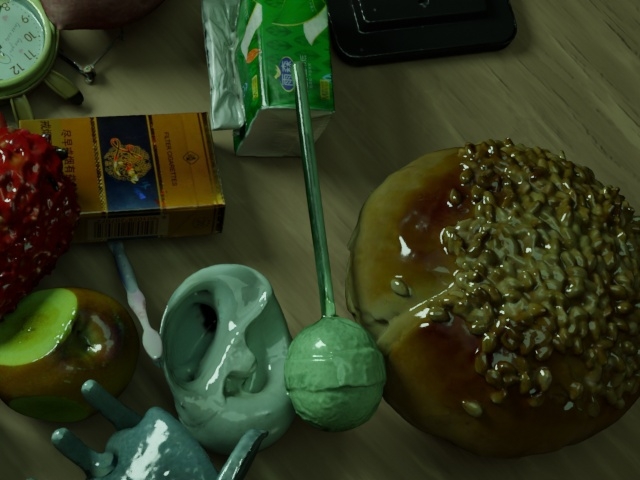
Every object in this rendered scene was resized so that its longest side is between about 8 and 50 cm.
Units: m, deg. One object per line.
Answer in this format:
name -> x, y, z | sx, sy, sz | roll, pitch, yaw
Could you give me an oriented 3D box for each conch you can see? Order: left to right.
conch -> -0.111, 0.141, 1.357 | 0.185, 0.121, 0.221 | 6, 73, -46

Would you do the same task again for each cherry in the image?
cherry -> -0.257, -0.379, 1.462 | 0.206, 0.239, 0.239 | -9, 72, 2

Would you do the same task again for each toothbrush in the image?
toothbrush -> -0.218, 0.058, 1.351 | 0.021, 0.027, 0.269 | -12, 37, -16

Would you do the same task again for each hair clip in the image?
hair clip -> -0.192, 0.335, 1.200 | 0.238, 0.392, 0.318 | 18, 67, 23

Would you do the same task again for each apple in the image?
apple -> -0.286, 0.122, 1.308 | 0.163, 0.147, 0.146 | 29, 59, -35

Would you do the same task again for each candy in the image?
candy -> 0.000, 0.000, 1.346 | 0.119, 0.119, 0.440 | -3, 78, -14

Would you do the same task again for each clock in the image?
clock -> -0.409, -0.238, 1.466 | 0.170, 0.069, 0.232 | -40, 85, -23
clock -> 0.125, -0.388, 1.658 | 0.279, 0.049, 0.273 | -10, 74, -16

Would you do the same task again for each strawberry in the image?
strawberry -> -0.357, -0.021, 1.261 | 0.190, 0.111, 0.236 | 17, 69, -15

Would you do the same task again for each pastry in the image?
pastry -> 0.228, 0.062, 1.412 | 0.409, 0.245, 0.409 | 5, 67, -13

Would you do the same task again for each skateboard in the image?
skateboard -> -0.297, -0.253, 1.521 | 0.064, 0.032, 0.083 | 36, 69, 13

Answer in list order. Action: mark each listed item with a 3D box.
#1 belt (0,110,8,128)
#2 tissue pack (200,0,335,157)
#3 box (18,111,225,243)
belt -> -0.477, -0.035, 1.349 | 0.227, 0.115, 0.324 | 19, 68, -7
tissue pack -> -0.076, -0.230, 1.497 | 0.156, 0.148, 0.209 | 1, 70, -15
box -> -0.244, -0.078, 1.430 | 0.237, 0.070, 0.152 | -4, 57, -16
